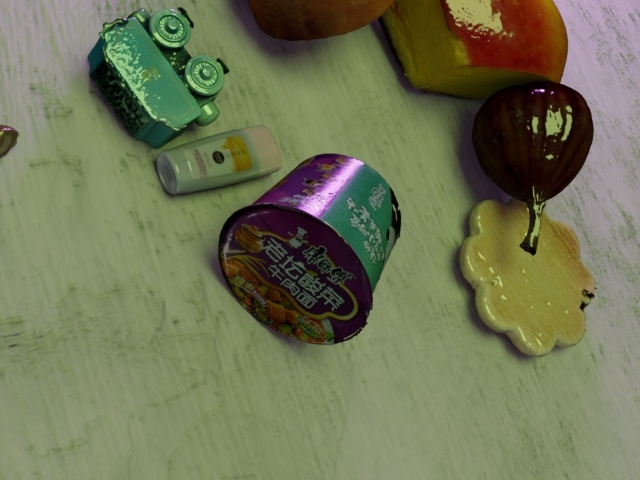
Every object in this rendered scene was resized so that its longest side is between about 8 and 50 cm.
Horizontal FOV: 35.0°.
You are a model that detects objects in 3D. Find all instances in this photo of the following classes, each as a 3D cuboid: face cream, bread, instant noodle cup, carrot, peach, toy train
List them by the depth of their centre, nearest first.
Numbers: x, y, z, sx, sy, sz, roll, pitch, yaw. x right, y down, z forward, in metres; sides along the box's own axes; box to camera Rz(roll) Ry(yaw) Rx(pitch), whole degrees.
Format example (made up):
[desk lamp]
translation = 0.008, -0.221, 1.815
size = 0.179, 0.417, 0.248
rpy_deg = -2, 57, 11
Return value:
[instant noodle cup]
translation = 0.000, 0.000, 1.511
size = 0.251, 0.251, 0.190
rpy_deg = 46, 44, -9
[toy train]
translation = -0.246, -0.246, 1.529
size = 0.163, 0.112, 0.203
rpy_deg = -38, 92, -31
[face cream]
translation = -0.153, -0.124, 1.566
size = 0.198, 0.057, 0.084
rpy_deg = -20, 83, -36
[carrot]
translation = 0.013, -0.455, 1.711
size = 0.307, 0.100, 0.258
rpy_deg = -38, 52, -27
[bread]
translation = 0.370, 0.064, 1.826
size = 0.316, 0.054, 0.316
rpy_deg = 13, 64, -29
[peach]
translation = 0.278, -0.417, 1.854
size = 0.380, 0.242, 0.306
rpy_deg = 8, 71, -30

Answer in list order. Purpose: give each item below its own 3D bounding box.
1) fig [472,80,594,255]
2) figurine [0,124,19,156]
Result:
[fig]
translation = 0.380, -0.118, 1.789
size = 0.217, 0.217, 0.320
rpy_deg = 17, 58, -26
[figurine]
translation = -0.510, -0.156, 1.278
size = 0.247, 0.173, 0.177
rpy_deg = 31, 56, -18
